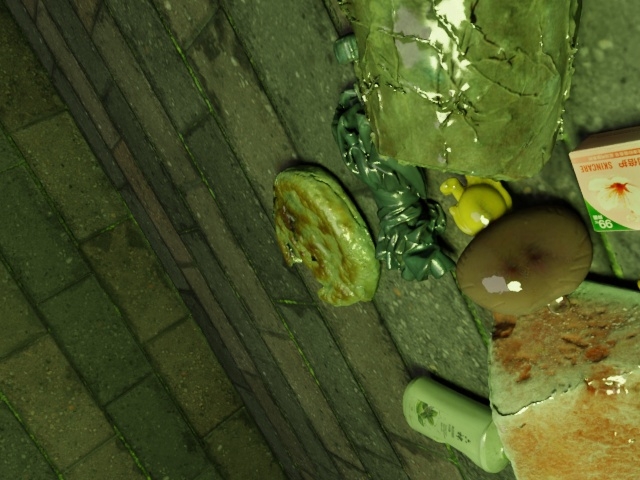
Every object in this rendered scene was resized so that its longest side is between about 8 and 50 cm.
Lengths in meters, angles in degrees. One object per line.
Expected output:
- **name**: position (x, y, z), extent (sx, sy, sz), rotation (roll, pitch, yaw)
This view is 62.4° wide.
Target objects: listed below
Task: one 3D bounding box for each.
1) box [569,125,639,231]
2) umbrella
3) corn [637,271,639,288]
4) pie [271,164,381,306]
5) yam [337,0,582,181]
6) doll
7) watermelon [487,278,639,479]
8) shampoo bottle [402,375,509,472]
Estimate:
- **box**: position (0.298, -0.057, 0.468), extent (0.125, 0.043, 0.089), rotation (-3, 117, 60)
- **umbrella**: position (0.083, -0.102, 0.718), extent (0.143, 0.094, 0.349), rotation (7, 124, 51)
- **corn**: position (0.355, 0.017, 0.429), extent (0.068, 0.068, 0.207), rotation (55, 153, 2)
- **pie**: position (0.001, -0.005, 0.985), extent (0.302, 0.067, 0.302), rotation (41, 150, 30)
- **yam**: position (0.117, -0.192, 0.471), extent (0.202, 0.201, 0.271), rotation (29, 149, 43)
- **doll**: position (0.219, -0.005, 0.593), extent (0.096, 0.145, 0.188), rotation (38, -137, -63)
- **watermelon**: position (0.285, 0.167, 0.561), extent (0.261, 0.201, 0.213), rotation (3, 122, 55)
- **shampoo bottle**: position (0.253, 0.321, 0.902), extent (0.234, 0.087, 0.118), rotation (14, 129, 53)
